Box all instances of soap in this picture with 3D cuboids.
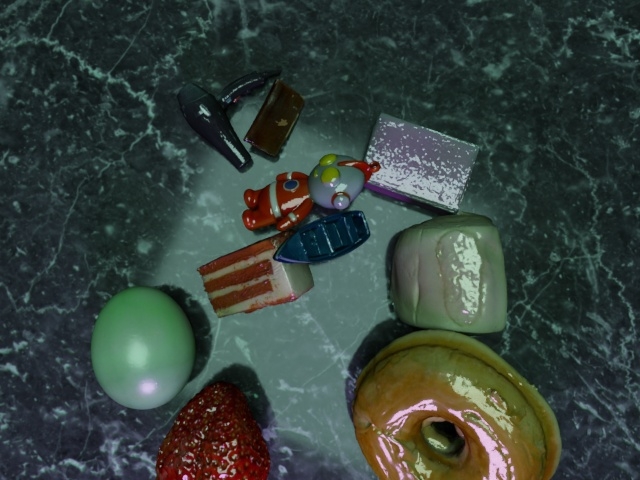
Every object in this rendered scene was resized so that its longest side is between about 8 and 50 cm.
[{"bbox_3d":[0.231,-0.182,1.302,0.259,0.081,0.181,18,85,1],"label":"soap"}]

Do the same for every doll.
[{"bbox_3d":[-0.022,-0.119,1.235,0.336,0.105,0.200,-16,43,12],"label":"doll"}]

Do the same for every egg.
[{"bbox_3d":[-0.391,0.235,1.189,0.220,0.220,0.270,-9,77,-2],"label":"egg"}]

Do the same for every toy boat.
[{"bbox_3d":[0.000,0.000,1.207,0.299,0.061,0.096,-20,93,-46],"label":"toy boat"}]

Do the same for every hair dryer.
[{"bbox_3d":[-0.185,-0.332,1.306,0.271,0.091,0.235,-41,97,-7],"label":"hair dryer"}]

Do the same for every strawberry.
[{"bbox_3d":[-0.225,0.456,1.171,0.250,0.238,0.288,-3,76,18],"label":"strawberry"}]

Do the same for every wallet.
[{"bbox_3d":[-0.111,-0.297,1.308,0.095,0.026,0.176,29,77,-22],"label":"wallet"}]

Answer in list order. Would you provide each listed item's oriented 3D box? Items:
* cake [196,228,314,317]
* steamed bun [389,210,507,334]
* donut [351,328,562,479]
[{"bbox_3d":[-0.155,0.088,1.235,0.262,0.159,0.158,-22,90,-1],"label":"cake"},{"bbox_3d":[0.283,0.085,1.223,0.272,0.273,0.290,-10,83,14],"label":"steamed bun"},{"bbox_3d":[0.276,0.403,1.151,0.449,0.198,0.449,6,107,22],"label":"donut"}]
